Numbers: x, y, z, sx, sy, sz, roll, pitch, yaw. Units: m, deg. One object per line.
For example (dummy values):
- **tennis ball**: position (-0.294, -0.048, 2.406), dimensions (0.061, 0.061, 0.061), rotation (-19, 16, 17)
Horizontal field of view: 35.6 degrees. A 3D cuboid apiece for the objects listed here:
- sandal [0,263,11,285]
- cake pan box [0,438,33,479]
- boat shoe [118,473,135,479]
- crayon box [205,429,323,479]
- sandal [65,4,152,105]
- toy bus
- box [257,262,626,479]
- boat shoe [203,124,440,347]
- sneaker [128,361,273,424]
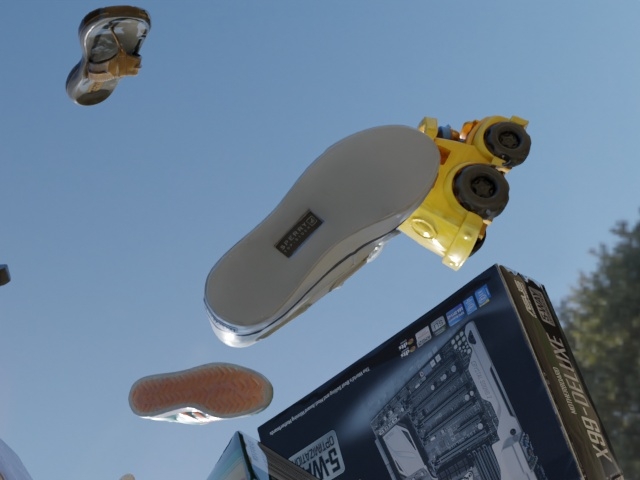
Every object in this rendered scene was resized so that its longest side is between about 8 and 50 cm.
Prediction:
- **sandal**: position (-0.586, 0.067, 1.456), dimensions (0.254, 0.097, 0.054), rotation (-16, -78, -17)
- **cake pan box**: position (-0.439, 0.366, 1.402), dimensions (0.070, 0.267, 0.246), rotation (-37, -30, -13)
- **boat shoe**: position (-0.362, 0.456, 1.797), dimensions (0.100, 0.035, 0.035), rotation (-60, -11, -47)
- **crayon box**: position (-0.084, 0.306, 0.600), dimensions (0.106, 0.363, 0.313), rotation (33, -94, -6)
- **sandal**: position (-0.258, -0.214, 1.215), dimensions (0.090, 0.219, 0.060), rotation (-12, -108, -34)
- **toy bus**: position (0.169, -0.100, 1.421), dimensions (0.220, 0.211, 0.149), rotation (-60, -8, -29)
- **box**: position (0.093, 0.204, 0.846), dimensions (0.076, 0.307, 0.242), rotation (22, -139, -41)
- **boat shoe**: position (0.005, 0.007, 1.253), dimensions (0.367, 0.136, 0.156), rotation (-45, -15, -22)
- **sneaker**: position (-0.211, 0.295, 1.908), dimensions (0.121, 0.302, 0.108), rotation (29, -121, -61)
